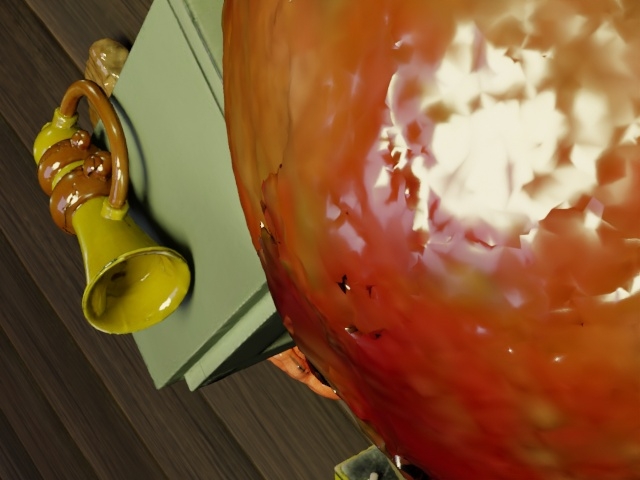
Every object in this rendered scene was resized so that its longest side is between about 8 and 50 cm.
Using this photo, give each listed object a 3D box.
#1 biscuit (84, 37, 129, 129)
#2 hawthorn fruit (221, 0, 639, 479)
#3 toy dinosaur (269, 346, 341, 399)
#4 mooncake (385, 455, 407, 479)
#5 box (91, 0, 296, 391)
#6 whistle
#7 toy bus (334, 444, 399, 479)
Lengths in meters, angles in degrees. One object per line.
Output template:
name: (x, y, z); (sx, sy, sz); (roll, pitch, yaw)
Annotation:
biscuit: (-0.127, -0.039, 1.273); (0.224, 0.033, 0.144); (61, 157, 15)
hawthorn fruit: (0.112, -0.069, 0.458); (0.316, 0.316, 0.316); (45, 147, 40)
toy dinosaur: (-0.011, 0.071, 1.096); (0.101, 0.055, 0.279); (49, 165, -31)
mooncake: (0.104, 0.110, 0.809); (0.130, 0.125, 0.073); (53, 147, 22)
box: (0.033, -0.045, 0.706); (0.117, 0.225, 0.225); (64, 156, 10)
whistle: (-0.095, -0.020, 0.667); (0.109, 0.046, 0.057); (59, 170, 33)
toy bus: (0.101, 0.204, 0.960); (0.226, 0.081, 0.074); (43, 151, 37)
